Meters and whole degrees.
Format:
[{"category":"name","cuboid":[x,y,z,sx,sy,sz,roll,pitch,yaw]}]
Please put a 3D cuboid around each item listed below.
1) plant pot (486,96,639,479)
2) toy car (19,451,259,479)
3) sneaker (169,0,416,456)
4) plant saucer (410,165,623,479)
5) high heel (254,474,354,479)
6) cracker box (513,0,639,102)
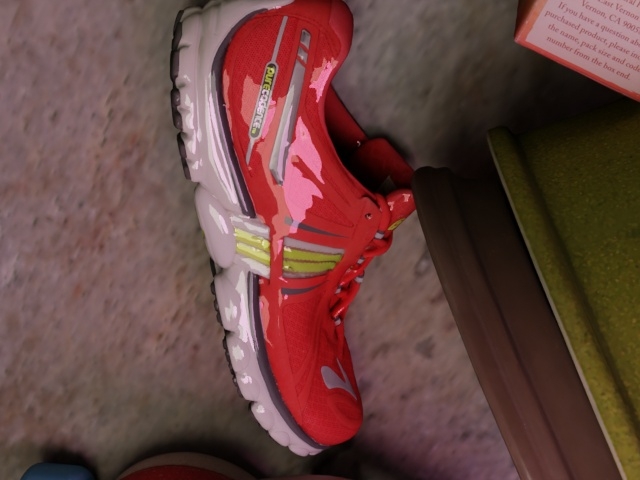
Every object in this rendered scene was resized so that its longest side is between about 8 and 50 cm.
[{"category":"plant pot","cuboid":[0.306,0.050,0.600,0.353,0.366,0.366,-23,115,9]},{"category":"toy car","cuboid":[-0.093,0.272,0.842,0.219,0.238,0.210,2,121,9]},{"category":"sneaker","cuboid":[0.000,0.000,0.744,0.118,0.107,0.279,-9,121,5]},{"category":"plant saucer","cuboid":[0.117,0.086,0.674,0.041,0.278,0.278,-23,114,9]},{"category":"high heel","cuboid":[0.057,0.241,0.806,0.377,0.127,0.181,6,115,-18]},{"category":"cracker box","cuboid":[0.162,-0.191,0.563,0.067,0.156,0.232,25,122,-4]}]
